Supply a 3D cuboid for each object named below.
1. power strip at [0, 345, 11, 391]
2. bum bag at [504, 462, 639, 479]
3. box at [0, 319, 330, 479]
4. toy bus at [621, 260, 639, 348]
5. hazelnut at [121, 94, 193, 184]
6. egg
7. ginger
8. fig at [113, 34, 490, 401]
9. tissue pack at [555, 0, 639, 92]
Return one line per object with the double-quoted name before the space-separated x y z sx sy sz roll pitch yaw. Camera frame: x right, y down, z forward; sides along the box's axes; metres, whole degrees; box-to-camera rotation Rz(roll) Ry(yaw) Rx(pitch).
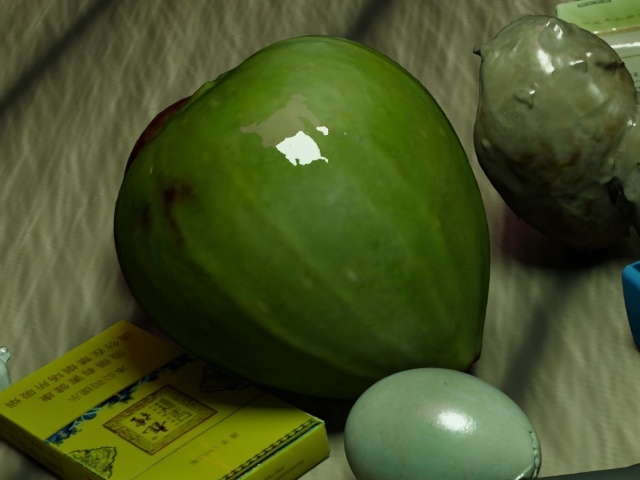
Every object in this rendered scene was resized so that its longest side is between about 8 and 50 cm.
"power strip" -0.366 0.134 1.756 0.192 0.035 0.081 -22 31 -15
"bum bag" 0.202 0.210 1.363 0.326 0.079 0.142 -7 38 4
"box" -0.139 0.154 1.629 0.153 0.041 0.279 -31 34 -30
"toy bus" 0.315 0.074 1.527 0.106 0.090 0.184 -21 29 -13
"hazelnut" -0.099 -0.043 1.827 0.178 0.178 0.204 22 76 45
"egg" 0.089 0.151 1.462 0.152 0.114 0.114 10 38 31
"ginger" 0.277 -0.075 1.658 0.304 0.244 0.155 7 41 19
"fig" 0.000 0.000 1.607 0.316 0.316 0.316 -10 30 6
"tissue pack" 0.340 -0.144 1.813 0.234 0.159 0.125 -9 30 7
